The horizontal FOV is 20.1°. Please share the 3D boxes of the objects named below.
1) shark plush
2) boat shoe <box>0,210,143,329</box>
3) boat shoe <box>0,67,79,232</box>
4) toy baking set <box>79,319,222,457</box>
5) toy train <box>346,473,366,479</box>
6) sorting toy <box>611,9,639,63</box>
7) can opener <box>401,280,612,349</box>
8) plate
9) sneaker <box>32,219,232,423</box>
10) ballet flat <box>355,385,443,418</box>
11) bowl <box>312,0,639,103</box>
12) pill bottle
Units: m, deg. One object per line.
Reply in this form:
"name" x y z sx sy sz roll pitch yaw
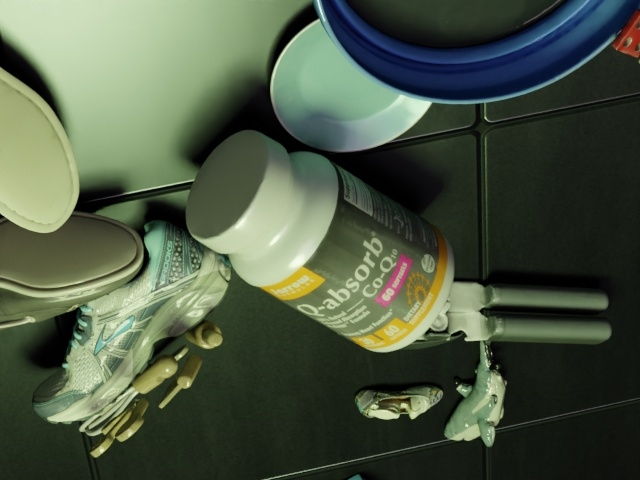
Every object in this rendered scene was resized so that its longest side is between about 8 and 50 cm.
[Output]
"shark plush" 0.194 0.192 2.248 0.067 0.073 0.161 13 136 12
"boat shoe" -0.352 0.045 1.936 0.335 0.112 0.095 -9 149 -2
"boat shoe" -0.358 -0.126 1.787 0.116 0.097 0.324 -59 137 -19
"toy baking set" -0.194 0.156 2.024 0.197 0.256 0.030 -42 100 -5
"toy train" 0.049 0.392 2.356 0.105 0.080 0.184 -28 131 0
"sorting toy" 0.418 -0.218 1.917 0.274 0.046 0.132 15 116 -51
"can opener" 0.212 0.089 2.165 0.280 0.074 0.093 1 163 -15
"plate" 0.037 -0.175 1.910 0.188 0.024 0.188 -8 132 -10
"sneaker" -0.235 0.083 2.011 0.283 0.110 0.122 -44 116 12
"ballet flat" 0.101 0.205 2.238 0.114 0.041 0.041 -2 129 -16
"bowl" 0.167 -0.318 1.775 0.391 0.077 0.391 -10 129 -13
"pill bottle" 0.000 0.000 1.955 0.278 0.162 0.162 30 116 -34
